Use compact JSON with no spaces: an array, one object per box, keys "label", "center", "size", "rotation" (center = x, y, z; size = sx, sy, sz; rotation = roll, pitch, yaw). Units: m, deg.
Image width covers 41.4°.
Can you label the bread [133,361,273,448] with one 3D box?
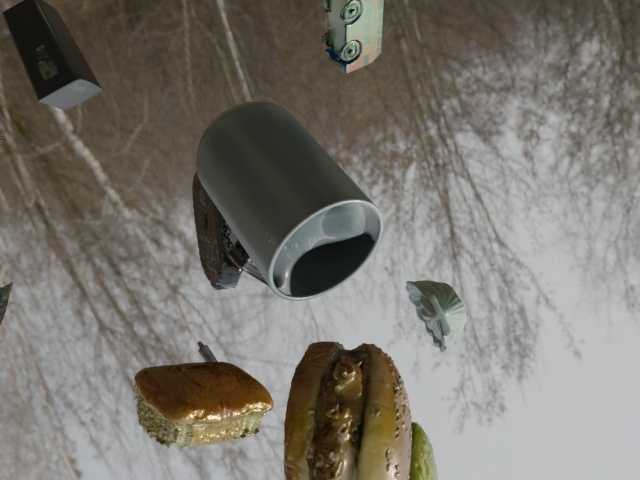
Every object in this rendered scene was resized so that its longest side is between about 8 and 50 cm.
[{"label":"bread","center":[-0.214,0.291,1.513],"size":[0.245,0.121,0.174],"rotation":[7,-170,-43]}]

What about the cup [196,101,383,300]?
[{"label":"cup","center":[-0.063,-0.079,1.373],"size":[0.205,0.206,0.312],"rotation":[-25,-126,-18]}]

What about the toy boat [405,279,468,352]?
[{"label":"toy boat","center":[0.295,0.175,2.099],"size":[0.100,0.200,0.290],"rotation":[-28,178,-1]}]

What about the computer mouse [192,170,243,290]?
[{"label":"computer mouse","center":[-0.235,-0.039,2.083],"size":[0.116,0.324,0.183],"rotation":[-9,-168,-24]}]

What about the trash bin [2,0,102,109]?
[{"label":"trash bin","center":[-0.636,-0.442,2.001],"size":[0.115,0.226,0.165],"rotation":[-26,178,6]}]

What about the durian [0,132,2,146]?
[{"label":"durian","center":[-0.867,-0.273,2.206],"size":[0.080,0.091,0.080],"rotation":[24,-176,-2]}]

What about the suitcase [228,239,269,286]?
[{"label":"suitcase","center":[-0.132,0.050,1.800],"size":[0.059,0.126,0.086],"rotation":[-55,-145,2]}]

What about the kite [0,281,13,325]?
[{"label":"kite","center":[-0.727,0.149,1.789],"size":[0.190,0.159,0.010],"rotation":[-30,-136,-11]}]

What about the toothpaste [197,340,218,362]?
[{"label":"toothpaste","center":[-0.261,0.324,2.127],"size":[0.028,0.170,0.045],"rotation":[-29,165,-26]}]

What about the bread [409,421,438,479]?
[{"label":"bread","center":[0.127,0.608,1.978],"size":[0.307,0.348,0.348],"rotation":[-8,-162,6]}]

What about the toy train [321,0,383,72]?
[{"label":"toy train","center":[0.058,-0.392,1.495],"size":[0.099,0.188,0.072],"rotation":[-24,-130,-23]}]

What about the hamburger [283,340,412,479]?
[{"label":"hamburger","center":[0.054,0.395,1.735],"size":[0.268,0.287,0.446],"rotation":[4,-115,8]}]
